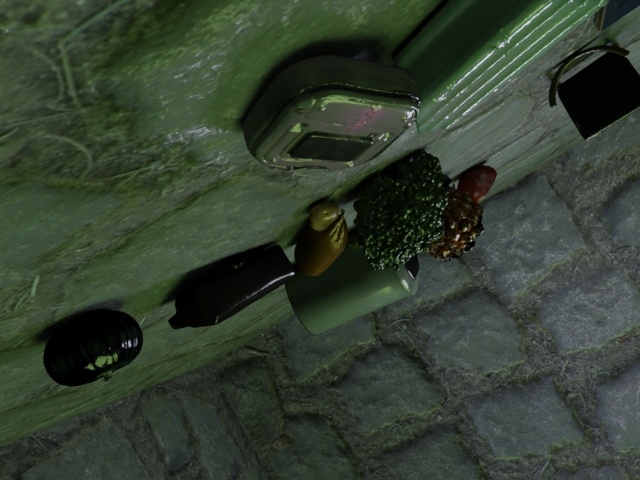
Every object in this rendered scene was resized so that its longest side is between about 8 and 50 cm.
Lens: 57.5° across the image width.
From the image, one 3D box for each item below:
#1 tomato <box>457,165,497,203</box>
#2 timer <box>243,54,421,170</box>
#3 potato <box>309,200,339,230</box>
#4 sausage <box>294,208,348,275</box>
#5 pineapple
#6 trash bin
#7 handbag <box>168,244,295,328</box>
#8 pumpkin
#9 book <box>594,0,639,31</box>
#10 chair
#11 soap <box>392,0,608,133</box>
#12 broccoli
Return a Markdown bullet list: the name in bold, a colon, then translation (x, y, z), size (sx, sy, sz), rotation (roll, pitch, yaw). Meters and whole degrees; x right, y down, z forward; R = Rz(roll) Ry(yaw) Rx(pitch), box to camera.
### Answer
- **tomato**: translation (0.523, -0.199, 1.996), size (0.159, 0.091, 0.139), rotation (-54, -172, -18)
- **timer**: translation (0.017, -0.153, 0.746), size (0.208, 0.069, 0.190), rotation (-4, 160, -33)
- **potato**: translation (0.006, -0.056, 1.343), size (0.068, 0.062, 0.083), rotation (2, 128, -16)
- **sausage**: translation (0.004, 0.004, 1.500), size (0.112, 0.112, 0.328), rotation (-25, 168, -22)
- **pineapple**: translation (0.324, -0.085, 1.784), size (0.262, 0.263, 0.271), rotation (-35, 146, 30)
- **trash bin**: translation (0.121, 0.122, 1.971), size (0.431, 0.281, 0.280), rotation (-28, 171, 13)
- **handbag**: translation (-0.233, 0.129, 1.470), size (0.285, 0.114, 0.257), rotation (-30, 179, -40)
- **pumpkin**: translation (-0.473, 0.229, 1.223), size (0.201, 0.140, 0.202), rotation (-25, 169, -5)
- **book**: translation (0.606, -0.477, 1.000), size (0.269, 0.025, 0.191), rotation (-32, 168, 20)
- **chair**: translation (0.655, -0.348, 1.368), size (0.188, 0.166, 0.272), rotation (-35, 169, 31)
- **soap**: translation (0.214, -0.263, 0.781), size (0.172, 0.095, 0.289), rotation (-17, 165, -43)
- **broccoli**: translation (0.179, -0.082, 1.445), size (0.288, 0.248, 0.245), rotation (-39, -153, -4)
